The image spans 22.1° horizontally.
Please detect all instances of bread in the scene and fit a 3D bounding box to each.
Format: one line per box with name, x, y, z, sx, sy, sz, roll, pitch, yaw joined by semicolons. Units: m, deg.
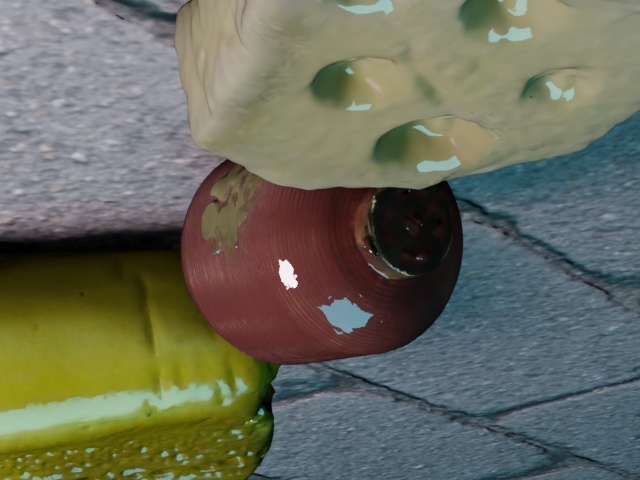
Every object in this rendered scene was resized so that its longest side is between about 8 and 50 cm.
bread;-0.217;0.113;1.379;0.377;0.208;0.251;-3;149;-10

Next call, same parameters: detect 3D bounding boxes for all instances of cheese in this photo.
cheese;0.062;-0.130;0.971;0.326;0.115;0.318;-15;158;18

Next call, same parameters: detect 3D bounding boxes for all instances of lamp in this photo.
lamp;0.000;0.000;1.201;0.180;0.180;0.258;6;171;-31
